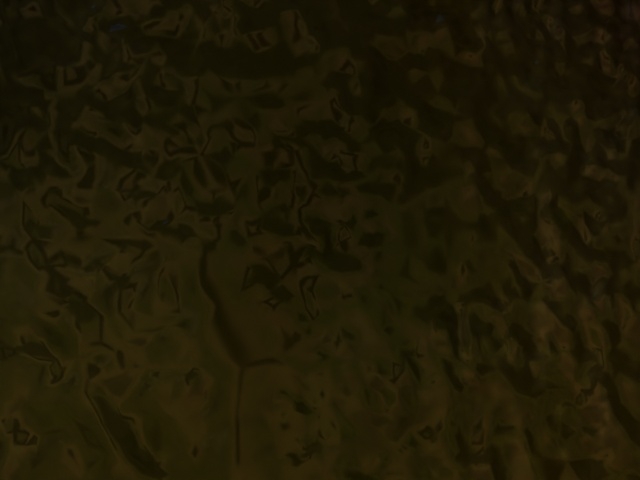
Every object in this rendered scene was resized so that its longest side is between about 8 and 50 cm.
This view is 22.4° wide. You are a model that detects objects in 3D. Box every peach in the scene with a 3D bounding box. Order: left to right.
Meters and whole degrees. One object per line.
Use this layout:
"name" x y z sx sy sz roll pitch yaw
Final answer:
"peach" -0.001 0.003 0.348 0.189 0.279 0.068 3 -20 -10
